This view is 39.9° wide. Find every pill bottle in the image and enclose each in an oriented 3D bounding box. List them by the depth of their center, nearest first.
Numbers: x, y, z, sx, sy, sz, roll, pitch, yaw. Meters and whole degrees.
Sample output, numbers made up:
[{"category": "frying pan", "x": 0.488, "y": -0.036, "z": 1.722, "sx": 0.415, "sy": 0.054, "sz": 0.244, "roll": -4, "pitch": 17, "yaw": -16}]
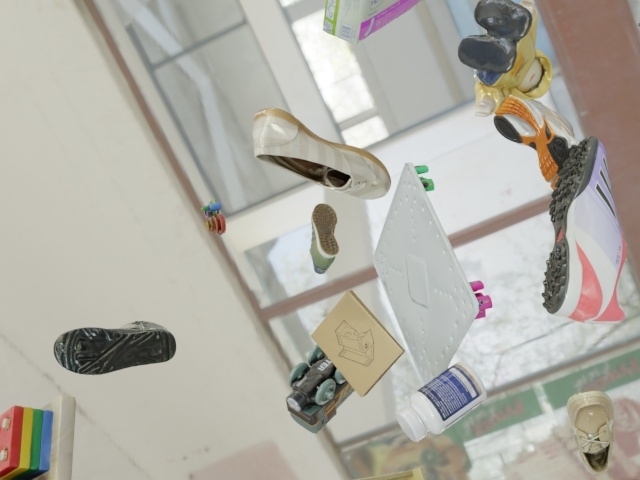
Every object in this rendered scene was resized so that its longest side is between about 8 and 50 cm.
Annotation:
[{"category": "pill bottle", "x": 0.236, "y": 0.322, "z": 1.738, "sx": 0.094, "sy": 0.169, "sz": 0.094, "roll": 51, "pitch": 162, "yaw": 24}]

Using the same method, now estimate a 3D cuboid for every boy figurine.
[{"category": "boy figurine", "x": 0.274, "y": -0.258, "z": 1.289, "sx": 0.092, "sy": 0.177, "sz": 0.285, "roll": 25, "pitch": -175, "yaw": 22}]

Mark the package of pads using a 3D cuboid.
[{"category": "package of pads", "x": 0.134, "y": -0.563, "z": 1.800, "sx": 0.101, "sy": 0.296, "sz": 0.229, "roll": 32, "pitch": 140, "yaw": 21}]

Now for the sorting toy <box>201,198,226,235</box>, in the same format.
[{"category": "sorting toy", "x": -0.235, "y": -0.052, "z": 1.888, "sx": 0.102, "sy": 0.042, "sz": 0.061, "roll": -125, "pitch": 32, "yaw": -49}]

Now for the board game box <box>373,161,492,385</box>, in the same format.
[{"category": "board game box", "x": 0.238, "y": 0.087, "z": 1.971, "sx": 0.390, "sy": 0.050, "sz": 0.390, "roll": 104, "pitch": 151, "yaw": -53}]

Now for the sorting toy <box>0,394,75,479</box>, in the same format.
[{"category": "sorting toy", "x": -0.464, "y": 0.384, "z": 1.314, "sx": 0.089, "sy": 0.257, "sz": 0.255, "roll": 15, "pitch": -122, "yaw": -34}]

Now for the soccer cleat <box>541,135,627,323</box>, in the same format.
[{"category": "soccer cleat", "x": 0.431, "y": -0.017, "z": 1.395, "sx": 0.108, "sy": 0.116, "sz": 0.318, "roll": 118, "pitch": 167, "yaw": -64}]

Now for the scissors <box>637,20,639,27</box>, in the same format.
[{"category": "scissors", "x": 0.580, "y": -0.395, "z": 1.447, "sx": 0.021, "sy": 0.109, "sz": 0.297, "roll": 31, "pitch": -154, "yaw": 29}]

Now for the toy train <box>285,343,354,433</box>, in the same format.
[{"category": "toy train", "x": 0.033, "y": 0.375, "z": 2.429, "sx": 0.142, "sy": 0.334, "sz": 0.190, "roll": 26, "pitch": 140, "yaw": 30}]

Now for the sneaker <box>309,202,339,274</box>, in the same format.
[{"category": "sneaker", "x": 0.000, "y": 0.000, "z": 2.065, "sx": 0.192, "sy": 0.064, "sz": 0.086, "roll": -96, "pitch": 24, "yaw": -51}]

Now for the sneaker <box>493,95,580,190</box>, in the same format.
[{"category": "sneaker", "x": 0.447, "y": -0.178, "z": 1.632, "sx": 0.121, "sy": 0.099, "sz": 0.262, "roll": -17, "pitch": -119, "yaw": -42}]

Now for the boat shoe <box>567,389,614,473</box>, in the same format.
[{"category": "boat shoe", "x": 0.667, "y": 0.468, "z": 2.147, "sx": 0.302, "sy": 0.109, "sz": 0.098, "roll": 67, "pitch": -163, "yaw": -46}]

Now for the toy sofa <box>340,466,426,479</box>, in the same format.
[{"category": "toy sofa", "x": 0.115, "y": 0.680, "z": 2.227, "sx": 0.362, "sy": 0.177, "sz": 0.150, "roll": 8, "pitch": -120, "yaw": -48}]

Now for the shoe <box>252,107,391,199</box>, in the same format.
[{"category": "shoe", "x": 0.002, "y": -0.091, "z": 1.091, "sx": 0.219, "sy": 0.076, "sz": 0.058, "roll": 24, "pitch": -124, "yaw": -35}]

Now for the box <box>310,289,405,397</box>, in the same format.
[{"category": "box", "x": 0.086, "y": 0.243, "z": 2.091, "sx": 0.201, "sy": 0.164, "sz": 0.021, "roll": 49, "pitch": -153, "yaw": 23}]

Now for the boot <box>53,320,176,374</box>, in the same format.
[{"category": "boot", "x": -0.425, "y": 0.220, "z": 1.834, "sx": 0.207, "sy": 0.246, "sz": 0.094, "roll": 169, "pitch": 99, "yaw": -74}]
